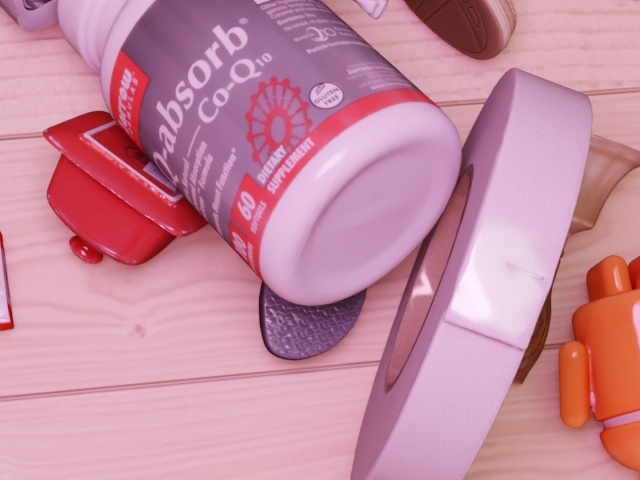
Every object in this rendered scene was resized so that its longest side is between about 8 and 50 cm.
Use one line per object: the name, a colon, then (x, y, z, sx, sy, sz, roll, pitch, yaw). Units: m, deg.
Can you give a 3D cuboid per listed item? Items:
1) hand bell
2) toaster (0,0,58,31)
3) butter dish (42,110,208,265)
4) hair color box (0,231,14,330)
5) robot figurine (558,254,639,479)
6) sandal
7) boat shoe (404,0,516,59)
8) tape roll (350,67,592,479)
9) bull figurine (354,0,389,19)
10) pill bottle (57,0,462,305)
hand bell: (0.218, 0.019, 1.595, 0.126, 0.126, 0.242, 16, 90, -3)
toaster: (-0.246, -0.299, 1.553, 0.168, 0.185, 0.110, -27, 54, -20)
butter dish: (-0.189, -0.031, 1.537, 0.160, 0.160, 0.118, 36, 107, 3)
hair color box: (-0.371, 0.045, 1.532, 0.167, 0.053, 0.093, -8, 80, -7)
robot figurine: (0.306, 0.121, 1.556, 0.158, 0.128, 0.219, -1, 74, -47)
sandal: (0.001, 0.000, 1.591, 0.097, 0.054, 0.254, 17, 67, -10)
boat shoe: (0.108, -0.316, 1.639, 0.098, 0.109, 0.302, -29, 77, -31)
tape roll: (0.123, 0.044, 1.416, 0.072, 0.392, 0.392, 21, 76, -1)
bull figurine: (-0.011, -0.314, 1.529, 0.188, 0.310, 0.101, 29, 115, -13)
pill bottle: (-0.064, -0.129, 1.478, 0.210, 0.210, 0.363, -38, 60, -12)
